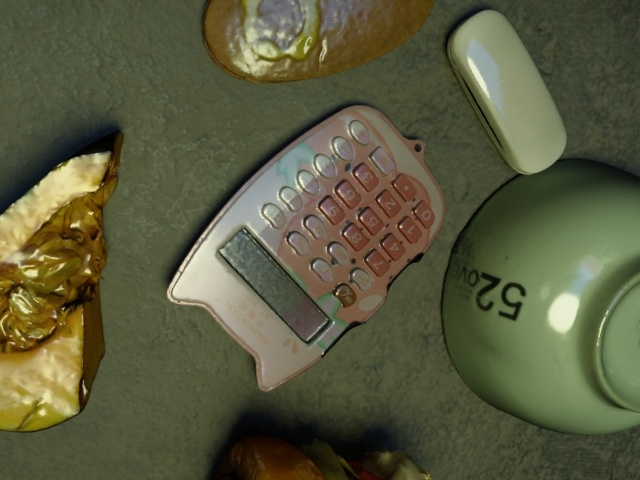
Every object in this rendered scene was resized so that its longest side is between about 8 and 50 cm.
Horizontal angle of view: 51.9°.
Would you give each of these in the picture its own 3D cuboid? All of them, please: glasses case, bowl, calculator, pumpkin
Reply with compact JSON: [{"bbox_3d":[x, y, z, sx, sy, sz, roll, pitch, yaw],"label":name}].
[{"bbox_3d":[0.220,-0.170,0.769,0.081,0.051,0.204,-36,108,-7],"label":"glasses case"},{"bbox_3d":[0.342,0.087,0.787,0.353,0.185,0.354,-3,103,-15],"label":"bowl"},{"bbox_3d":[0.000,0.000,0.748,0.329,0.048,0.220,-43,108,-6],"label":"calculator"},{"bbox_3d":[-0.248,0.050,0.637,0.280,0.139,0.190,-39,105,-2],"label":"pumpkin"}]

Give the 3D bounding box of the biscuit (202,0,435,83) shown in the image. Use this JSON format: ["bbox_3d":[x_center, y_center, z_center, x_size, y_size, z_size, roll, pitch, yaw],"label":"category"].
[{"bbox_3d":[-0.011,-0.311,0.674,0.262,0.052,0.277,-17,105,-12],"label":"biscuit"}]

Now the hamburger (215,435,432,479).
[{"bbox_3d":[0.004,0.378,0.687,0.250,0.330,0.330,10,98,-19],"label":"hamburger"}]
